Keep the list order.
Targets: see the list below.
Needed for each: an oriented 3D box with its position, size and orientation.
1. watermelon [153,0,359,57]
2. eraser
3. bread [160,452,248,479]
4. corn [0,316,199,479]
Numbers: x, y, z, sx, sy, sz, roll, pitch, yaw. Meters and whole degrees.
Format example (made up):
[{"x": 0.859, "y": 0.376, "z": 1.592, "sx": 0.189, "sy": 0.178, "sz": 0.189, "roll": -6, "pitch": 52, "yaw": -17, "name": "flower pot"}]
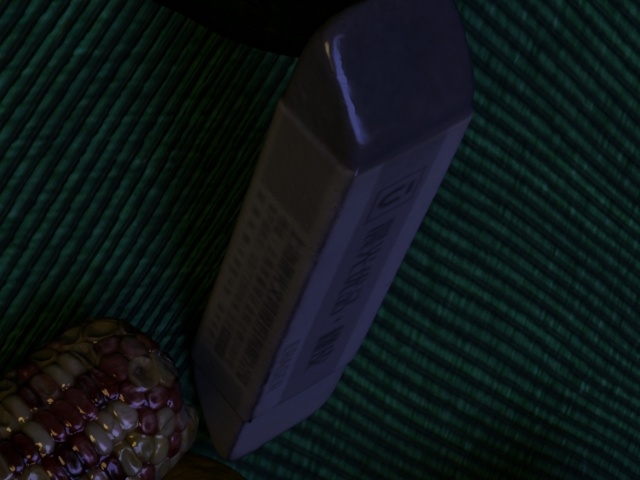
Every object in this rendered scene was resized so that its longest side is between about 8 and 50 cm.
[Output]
[{"x": -0.030, "y": -0.173, "z": 0.943, "sx": 0.301, "sy": 0.123, "sz": 0.129, "roll": 55, "pitch": 51, "yaw": -50, "name": "watermelon"}, {"x": 0.000, "y": 0.000, "z": 1.026, "sx": 0.089, "sy": 0.061, "sz": 0.352, "roll": -28, "pitch": 158, "yaw": -30, "name": "eraser"}, {"x": -0.123, "y": 0.221, "z": 1.094, "sx": 0.245, "sy": 0.094, "sz": 0.102, "roll": -44, "pitch": 129, "yaw": -17, "name": "bread"}, {"x": -0.187, "y": 0.147, "z": 0.977, "sx": 0.290, "sy": 0.098, "sz": 0.098, "roll": -38, "pitch": 136, "yaw": -21, "name": "corn"}]
